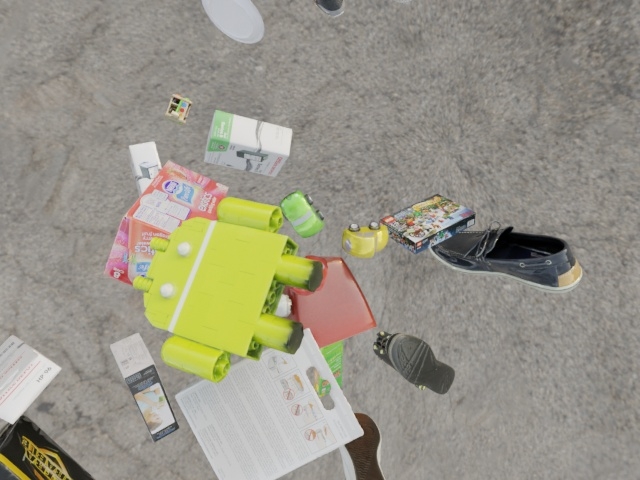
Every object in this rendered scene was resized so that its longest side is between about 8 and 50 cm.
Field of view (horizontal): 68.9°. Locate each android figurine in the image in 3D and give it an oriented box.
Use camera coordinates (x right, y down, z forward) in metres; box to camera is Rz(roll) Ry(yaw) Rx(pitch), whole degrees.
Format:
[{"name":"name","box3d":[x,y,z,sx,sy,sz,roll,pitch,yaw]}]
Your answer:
[{"name":"android figurine","box3d":[-0.138,0.058,0.641,0.273,0.056,0.248,14,75,23]}]

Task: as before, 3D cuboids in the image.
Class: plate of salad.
[{"name":"plate of salad","box3d":[-0.245,-0.650,1.331,0.200,0.199,0.048,22,70,10]}]

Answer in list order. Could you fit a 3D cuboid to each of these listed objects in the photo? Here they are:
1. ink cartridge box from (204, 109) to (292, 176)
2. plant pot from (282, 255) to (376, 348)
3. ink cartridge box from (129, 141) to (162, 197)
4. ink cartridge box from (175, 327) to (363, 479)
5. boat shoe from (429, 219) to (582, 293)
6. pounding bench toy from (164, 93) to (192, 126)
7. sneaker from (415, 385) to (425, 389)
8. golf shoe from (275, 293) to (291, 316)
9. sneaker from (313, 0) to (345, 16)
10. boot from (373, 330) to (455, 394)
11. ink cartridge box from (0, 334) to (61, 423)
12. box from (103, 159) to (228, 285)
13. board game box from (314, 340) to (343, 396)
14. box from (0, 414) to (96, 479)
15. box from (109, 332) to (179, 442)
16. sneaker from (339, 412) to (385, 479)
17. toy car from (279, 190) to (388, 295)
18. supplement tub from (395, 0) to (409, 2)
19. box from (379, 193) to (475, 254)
[{"name":"ink cartridge box","box3d":[-0.273,-0.356,1.752,0.290,0.211,0.121,10,72,-17]},{"name":"plant pot","box3d":[-0.022,0.184,1.479,0.268,0.267,0.235,-16,96,-24]},{"name":"ink cartridge box","box3d":[-0.534,-0.191,1.456,0.082,0.140,0.190,-17,86,-24]},{"name":"ink cartridge box","box3d":[-0.076,0.255,0.702,0.225,0.056,0.180,-28,89,0]},{"name":"boat shoe","box3d":[0.569,0.027,1.502,0.500,0.187,0.155,17,142,47]},{"name":"pounding bench toy","box3d":[-0.358,-0.335,1.181,0.052,0.083,0.065,20,88,-20]},{"name":"sneaker","box3d":[0.331,0.444,1.520,0.035,0.083,0.031,4,143,44]},{"name":"golf shoe","box3d":[-0.156,0.186,1.360,0.176,0.086,0.069,2,88,51]},{"name":"sneaker","box3d":[0.002,-0.665,1.158,0.084,0.083,0.214,-27,112,2]},{"name":"boot","box3d":[0.170,0.247,1.024,0.179,0.236,0.085,19,74,51]},{"name":"ink cartridge box","box3d":[-0.230,0.104,0.351,0.083,0.048,0.028,1,139,46]},{"name":"box","box3d":[-0.304,-0.030,0.962,0.154,0.300,0.142,24,115,-15]},{"name":"board game box","box3d":[0.034,0.473,1.826,0.039,0.124,0.259,9,103,49]},{"name":"box","box3d":[-0.238,0.342,0.363,0.257,0.079,0.322,-40,105,-13]},{"name":"box","box3d":[-0.524,0.442,1.399,0.169,0.087,0.289,34,139,47]},{"name":"sneaker","box3d":[0.092,0.538,1.096,0.106,0.290,0.122,5,111,-2]},{"name":"toy car","box3d":[0.000,0.000,0.904,0.239,0.053,0.225,-33,126,9]},{"name":"supplement tub","box3d":[0.101,-0.390,0.661,0.071,0.107,0.070,2,94,35]},{"name":"box","box3d":[0.314,-0.054,1.374,0.159,0.233,0.044,39,145,46]}]
